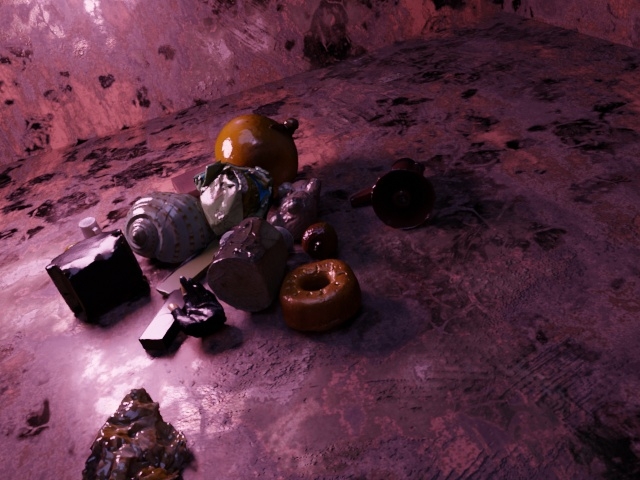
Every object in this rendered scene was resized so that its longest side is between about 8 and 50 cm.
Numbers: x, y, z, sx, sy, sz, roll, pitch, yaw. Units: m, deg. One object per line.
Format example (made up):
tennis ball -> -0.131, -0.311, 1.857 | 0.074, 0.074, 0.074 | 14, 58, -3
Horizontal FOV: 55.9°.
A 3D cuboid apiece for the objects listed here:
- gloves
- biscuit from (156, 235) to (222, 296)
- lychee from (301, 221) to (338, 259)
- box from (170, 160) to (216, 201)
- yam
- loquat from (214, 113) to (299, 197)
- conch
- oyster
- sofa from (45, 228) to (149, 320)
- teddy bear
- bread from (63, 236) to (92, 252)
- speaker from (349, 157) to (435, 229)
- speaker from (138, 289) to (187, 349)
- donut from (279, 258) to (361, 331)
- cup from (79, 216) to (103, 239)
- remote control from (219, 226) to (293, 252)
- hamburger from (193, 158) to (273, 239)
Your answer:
gloves -> -0.347, 0.180, 1.685 | 0.129, 0.106, 0.180 | -45, 45, 15
biscuit -> -0.394, 0.080, 1.956 | 0.099, 0.038, 0.322 | 12, 39, 33
lychee -> 0.000, 0.000, 1.828 | 0.114, 0.114, 0.146 | -9, 17, 12
box -> -0.478, -0.221, 2.441 | 0.215, 0.086, 0.215 | -24, 31, -14
yam -> -0.204, 0.058, 1.739 | 0.201, 0.202, 0.271 | -4, 30, 21
loquat -> -0.219, -0.324, 2.232 | 0.359, 0.328, 0.328 | -44, 29, 10
conch -> -0.511, -0.067, 2.093 | 0.303, 0.215, 0.319 | 13, 41, 24
oyster -> -0.403, 0.451, 1.276 | 0.238, 0.115, 0.351 | -15, 31, 2
sofa -> -0.712, 0.103, 1.933 | 0.258, 0.200, 0.182 | -33, 23, -26
teddy bear -> -0.076, -0.114, 2.008 | 0.236, 0.151, 0.267 | -40, 27, 26
bread -> -0.820, 0.071, 2.116 | 0.181, 0.096, 0.222 | -17, 30, -8
speaker -> 0.243, -0.148, 1.981 | 0.259, 0.198, 0.329 | -51, 7, 17
speaker -> -0.431, 0.223, 1.730 | 0.082, 0.044, 0.218 | -3, 33, 21
donut -> -0.002, 0.144, 1.594 | 0.226, 0.114, 0.226 | -10, 32, 7
cup -> -0.845, -0.019, 2.261 | 0.104, 0.116, 0.074 | 23, 49, 37
remote control -> -0.205, 0.013, 1.910 | 0.247, 0.104, 0.052 | -6, 31, 18
hamburger -> -0.296, -0.156, 1.998 | 0.276, 0.150, 0.260 | -14, 72, 18
